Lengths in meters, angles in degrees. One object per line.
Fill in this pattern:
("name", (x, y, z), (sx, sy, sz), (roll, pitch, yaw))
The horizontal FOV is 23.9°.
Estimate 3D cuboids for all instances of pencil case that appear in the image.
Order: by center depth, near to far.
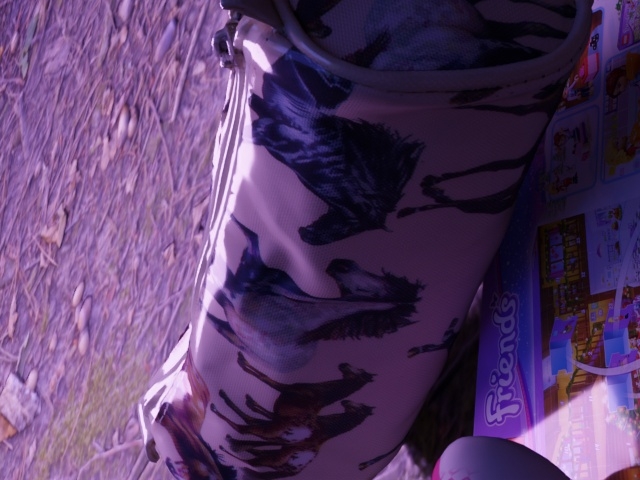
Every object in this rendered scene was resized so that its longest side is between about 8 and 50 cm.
("pencil case", (0.000, 0.000, 0.846), (0.410, 0.183, 0.160), (108, 167, -46))

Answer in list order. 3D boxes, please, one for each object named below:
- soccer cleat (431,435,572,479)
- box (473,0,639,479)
("soccer cleat", (0.169, 0.191, 0.622), (0.143, 0.116, 0.331), (-45, 53, 19))
("box", (0.165, 0.002, 0.779), (0.201, 0.057, 0.293), (-19, 61, 56))
